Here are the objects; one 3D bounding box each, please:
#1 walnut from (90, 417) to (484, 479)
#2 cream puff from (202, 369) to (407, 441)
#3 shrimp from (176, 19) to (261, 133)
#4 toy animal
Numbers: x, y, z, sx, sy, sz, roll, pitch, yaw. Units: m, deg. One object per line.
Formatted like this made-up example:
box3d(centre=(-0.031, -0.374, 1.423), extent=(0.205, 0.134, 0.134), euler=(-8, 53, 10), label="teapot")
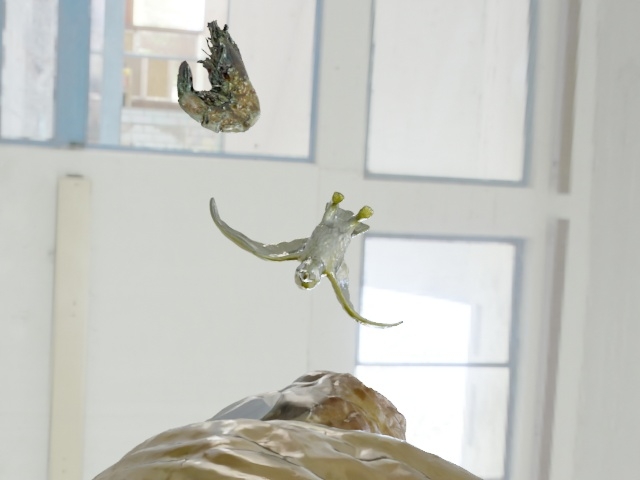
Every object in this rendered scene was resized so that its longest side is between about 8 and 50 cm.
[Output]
box3d(centre=(0.004, 0.230, 0.398), extent=(0.333, 0.333, 0.332), euler=(-178, -90, -78), label="walnut")
box3d(centre=(-0.034, 0.213, 0.848), extent=(0.269, 0.241, 0.154), euler=(-99, 164, -76), label="cream puff")
box3d(centre=(-0.121, -0.188, 1.031), extent=(0.034, 0.091, 0.161), euler=(118, -39, -56), label="shrimp")
box3d(centre=(0.000, 0.000, 0.820), extent=(0.095, 0.219, 0.155), euler=(-58, 179, -5), label="toy animal")
